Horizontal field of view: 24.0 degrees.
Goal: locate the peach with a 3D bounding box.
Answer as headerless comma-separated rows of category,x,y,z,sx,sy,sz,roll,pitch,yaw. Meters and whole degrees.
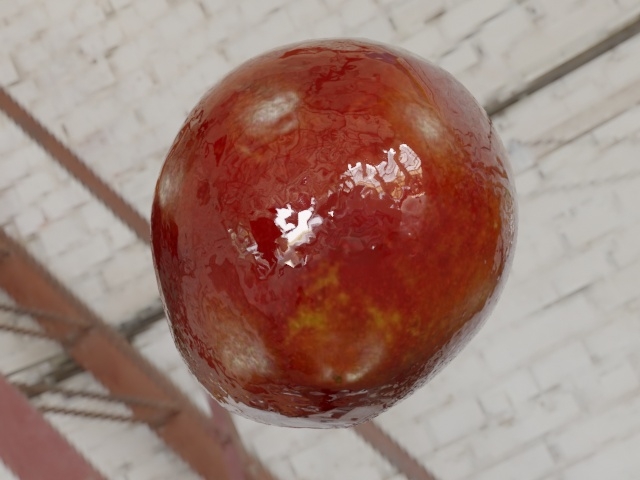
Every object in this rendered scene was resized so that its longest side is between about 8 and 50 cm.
peach,0.000,0.000,0.849,0.243,0.199,0.243,-57,10,16
